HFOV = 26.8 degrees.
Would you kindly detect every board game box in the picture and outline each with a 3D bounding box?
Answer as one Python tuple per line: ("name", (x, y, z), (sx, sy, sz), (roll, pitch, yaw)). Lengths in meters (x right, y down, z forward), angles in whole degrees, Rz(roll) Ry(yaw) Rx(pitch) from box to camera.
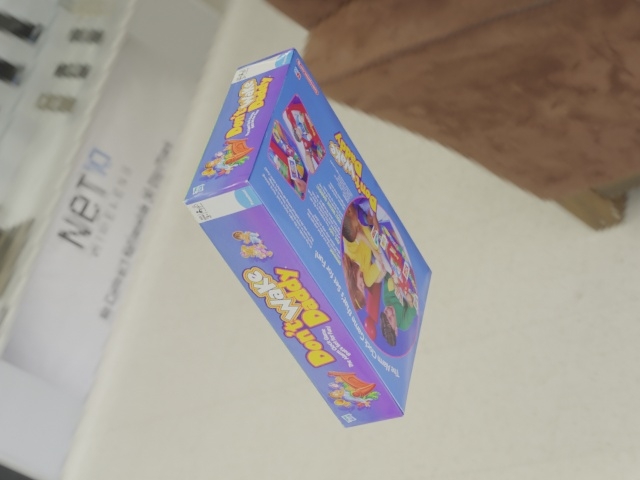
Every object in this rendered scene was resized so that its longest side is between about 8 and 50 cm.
("board game box", (0.000, 0.000, 1.460), (0.078, 0.347, 0.233), (-16, 35, 26))
